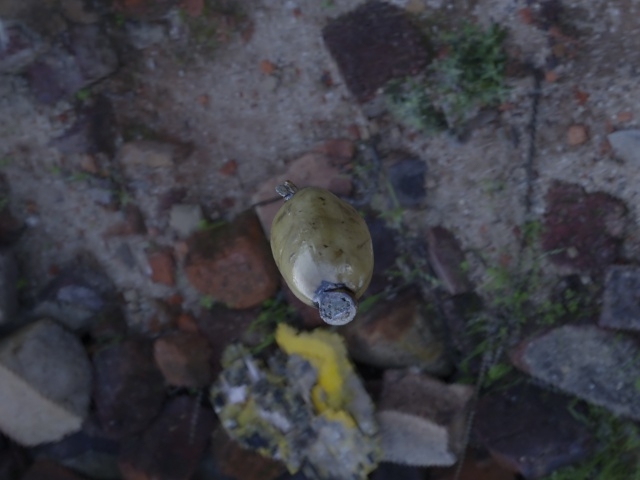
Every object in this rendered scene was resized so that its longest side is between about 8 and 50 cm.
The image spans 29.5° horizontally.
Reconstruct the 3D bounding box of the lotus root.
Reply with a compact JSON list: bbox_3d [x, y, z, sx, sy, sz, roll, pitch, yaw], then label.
[{"bbox_3d":[0.000,0.000,0.886,0.152,0.072,0.063,-117,7,-48],"label":"lotus root"}]
